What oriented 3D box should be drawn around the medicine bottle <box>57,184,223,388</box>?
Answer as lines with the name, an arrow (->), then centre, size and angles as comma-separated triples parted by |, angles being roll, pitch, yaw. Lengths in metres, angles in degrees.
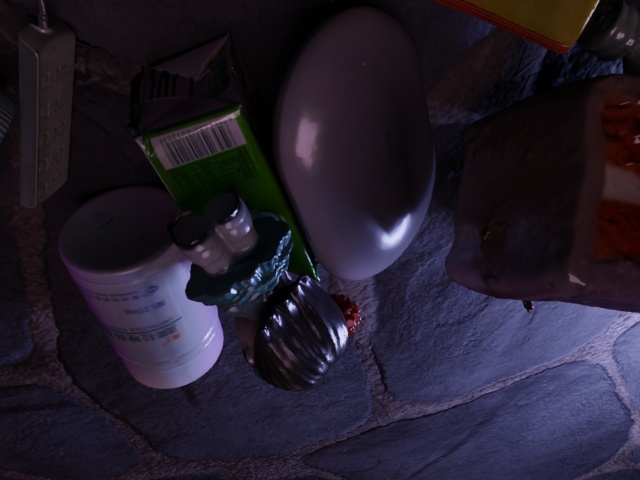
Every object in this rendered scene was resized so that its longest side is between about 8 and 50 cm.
medicine bottle -> -0.223, 0.069, 0.774 | 0.152, 0.152, 0.254 | -10, 136, -3

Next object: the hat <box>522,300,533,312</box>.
hat -> 0.348, -0.022, 0.846 | 0.227, 0.140, 0.129 | -38, 153, 8

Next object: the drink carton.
drink carton -> -0.096, -0.075, 0.652 | 0.108, 0.161, 0.271 | -17, 134, 5

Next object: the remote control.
remote control -> 0.049, -0.093, 0.658 | 0.221, 0.104, 0.332 | -50, 144, -25

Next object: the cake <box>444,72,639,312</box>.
cake -> 0.332, -0.033, 0.676 | 0.309, 0.236, 0.230 | 10, 176, -22

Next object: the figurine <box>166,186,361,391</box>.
figurine -> -0.047, 0.055, 0.605 | 0.138, 0.110, 0.245 | -38, 129, -9

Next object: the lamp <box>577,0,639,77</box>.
lamp -> 0.382, -0.206, 0.672 | 0.193, 0.106, 0.106 | 20, 128, -21

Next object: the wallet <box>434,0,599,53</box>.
wallet -> 0.134, -0.264, 0.503 | 0.241, 0.067, 0.141 | 27, 140, 13

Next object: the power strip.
power strip -> -0.289, -0.133, 0.615 | 0.027, 0.060, 0.252 | 26, 130, 0

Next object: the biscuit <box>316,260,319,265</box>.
biscuit -> 0.000, 0.000, 0.844 | 0.087, 0.027, 0.089 | -19, 136, 8

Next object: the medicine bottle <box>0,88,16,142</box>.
medicine bottle -> -0.435, -0.169, 0.474 | 0.158, 0.158, 0.318 | -28, 134, 16
